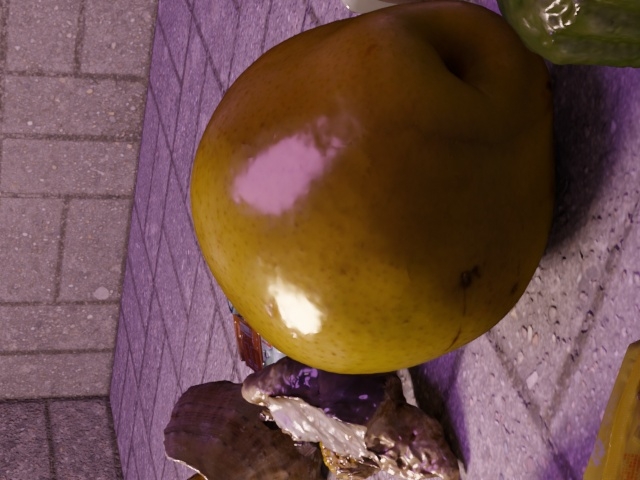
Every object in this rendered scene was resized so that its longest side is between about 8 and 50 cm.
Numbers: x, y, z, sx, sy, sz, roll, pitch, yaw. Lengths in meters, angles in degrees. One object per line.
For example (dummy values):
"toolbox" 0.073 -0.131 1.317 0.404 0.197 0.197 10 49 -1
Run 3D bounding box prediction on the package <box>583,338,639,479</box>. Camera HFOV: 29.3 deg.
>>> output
"package" 0.274 0.151 0.955 0.168 0.090 0.226 145 147 -73

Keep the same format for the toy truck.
"toy truck" -0.054 0.150 1.930 0.305 0.136 0.162 -160 64 -73

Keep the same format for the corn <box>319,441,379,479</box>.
"corn" 0.039 0.189 1.707 0.106 0.106 0.293 125 145 -60

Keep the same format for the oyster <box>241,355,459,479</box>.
"oyster" 0.039 0.207 1.550 0.341 0.166 0.110 32 141 52

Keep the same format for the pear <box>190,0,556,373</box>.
"pear" 0.054 -0.050 1.247 0.418 0.362 0.362 -55 38 45

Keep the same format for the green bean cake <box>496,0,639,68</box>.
"green bean cake" 0.247 -0.314 0.898 0.335 0.218 0.319 130 137 -65

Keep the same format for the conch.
"conch" -0.114 0.314 1.917 0.263 0.186 0.324 49 -174 18

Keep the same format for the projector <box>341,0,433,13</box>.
"projector" 0.096 -0.382 1.439 0.242 0.163 0.177 -102 21 -43
